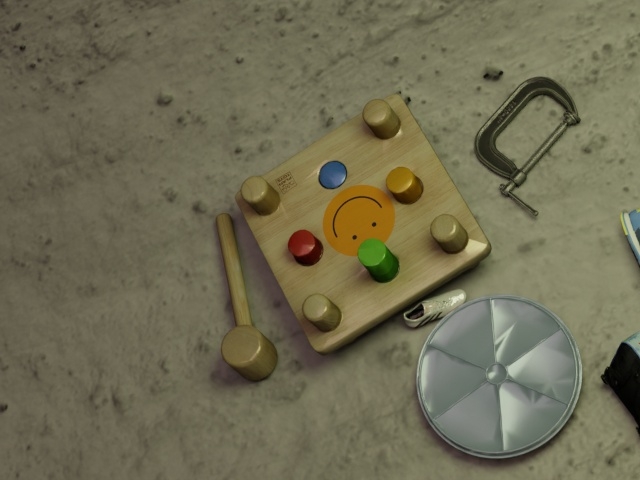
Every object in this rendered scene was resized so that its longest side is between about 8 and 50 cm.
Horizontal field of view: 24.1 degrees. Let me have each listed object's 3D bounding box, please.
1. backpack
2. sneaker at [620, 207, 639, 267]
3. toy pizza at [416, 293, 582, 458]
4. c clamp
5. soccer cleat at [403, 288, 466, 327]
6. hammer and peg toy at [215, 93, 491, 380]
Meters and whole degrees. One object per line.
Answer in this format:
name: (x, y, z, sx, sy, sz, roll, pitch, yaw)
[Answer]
backpack: (0.381, 0.151, 1.688, 0.084, 0.114, 0.105, -25, 62, -12)
sneaker: (0.402, 0.020, 1.761, 0.059, 0.053, 0.144, -22, 67, 9)
toy pizza: (0.214, 0.163, 1.791, 0.201, 0.032, 0.201, -6, 69, 17)
c clamp: (0.267, -0.125, 1.881, 0.137, 0.022, 0.161, 35, 88, 32)
soccer cleat: (0.140, 0.083, 1.843, 0.083, 0.035, 0.029, -25, 65, 11)
hammer and peg toy: (0.000, 0.000, 1.871, 0.361, 0.127, 0.266, -31, 64, 7)
